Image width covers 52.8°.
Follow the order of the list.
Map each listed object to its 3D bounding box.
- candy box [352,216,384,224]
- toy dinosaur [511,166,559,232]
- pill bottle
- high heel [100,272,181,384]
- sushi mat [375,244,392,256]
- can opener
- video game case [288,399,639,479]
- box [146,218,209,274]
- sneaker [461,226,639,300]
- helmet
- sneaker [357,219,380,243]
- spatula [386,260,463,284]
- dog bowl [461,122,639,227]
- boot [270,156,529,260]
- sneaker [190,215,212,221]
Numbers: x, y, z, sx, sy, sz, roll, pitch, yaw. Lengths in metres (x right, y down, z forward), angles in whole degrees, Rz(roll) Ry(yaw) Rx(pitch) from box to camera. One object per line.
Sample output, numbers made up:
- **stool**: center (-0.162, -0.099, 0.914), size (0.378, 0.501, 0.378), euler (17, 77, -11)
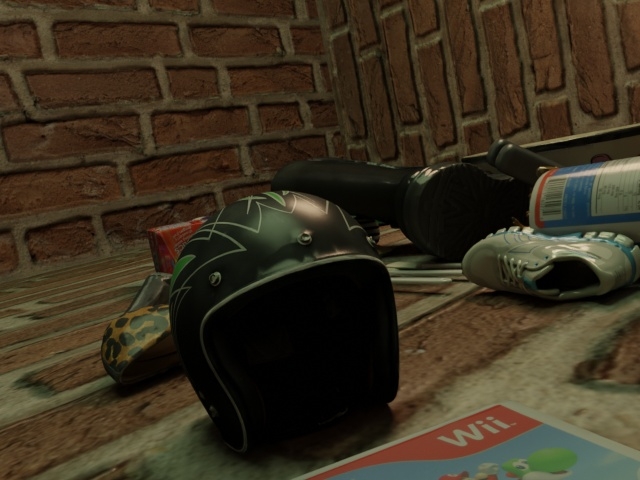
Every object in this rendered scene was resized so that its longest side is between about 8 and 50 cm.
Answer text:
- **candy box**: center (0.134, -0.108, 1.878), size (0.317, 0.122, 0.268), euler (-11, 6, 16)
- **toy dinosaur**: center (0.319, -0.014, 0.835), size (0.112, 0.064, 0.211), euler (-27, -42, 26)
- **pill bottle**: center (0.343, -0.027, 0.664), size (0.221, 0.124, 0.124), euler (-4, 9, 46)
- **high heel**: center (-0.086, 0.092, 0.673), size (0.261, 0.093, 0.186), euler (-2, 24, 3)
- **sushi mat**: center (-0.037, 0.043, 1.157), size (0.316, 0.019, 0.151), euler (-14, 15, -29)
- **can opener**: center (0.404, -0.107, 1.009), size (0.283, 0.095, 0.076), euler (21, 17, -14)
- **video game case**: center (0.069, 0.124, 0.198), size (0.204, 0.025, 0.285), euler (-13, 6, -21)
- **box**: center (-0.292, 0.024, 1.388), size (0.128, 0.123, 0.257), euler (-12, 6, -19)
- **sneaker**: center (0.218, 0.028, 0.660), size (0.083, 0.071, 0.190), euler (-24, 13, -42)
- **helmet**: center (-0.028, 0.047, 0.453), size (0.169, 0.162, 0.169), euler (-11, 6, 1)
- **sneaker**: center (0.000, 0.000, 1.345), size (0.228, 0.086, 0.132), euler (-3, -4, -27)
- **spatula**: center (0.129, 0.049, 0.891), size (0.168, 0.019, 0.242), euler (-9, 4, -36)
- **dog bowl**: center (0.490, -0.128, 1.255), size (0.407, 0.151, 0.408), euler (-10, 5, 1)
- **boot**: center (0.085, -0.087, 1.135), size (0.445, 0.146, 0.367), euler (16, 9, 38)
- **sneaker**: center (-0.155, -0.018, 1.635), size (0.236, 0.130, 0.322), euler (4, 9, 33)
